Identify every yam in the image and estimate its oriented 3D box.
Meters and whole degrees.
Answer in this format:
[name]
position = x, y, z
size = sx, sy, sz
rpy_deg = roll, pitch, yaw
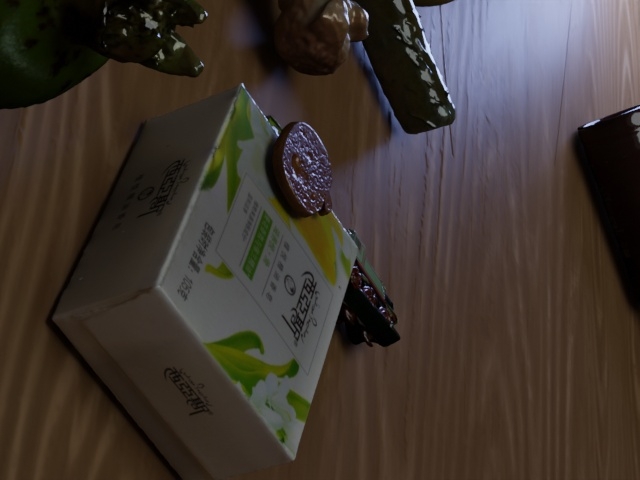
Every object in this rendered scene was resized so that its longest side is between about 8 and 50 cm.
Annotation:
[yam]
position = 0.054, -0.257, 1.894
size = 0.071, 0.067, 0.317
rpy_deg = -35, 108, -39

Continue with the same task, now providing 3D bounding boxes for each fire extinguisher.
[fire extinguisher]
position = 0.444, -0.005, 2.392
size = 0.138, 0.102, 0.344
rpy_deg = -28, 98, -63

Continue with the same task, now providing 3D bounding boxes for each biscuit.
[biscuit]
position = -0.014, -0.054, 1.497
size = 0.078, 0.015, 0.091
rpy_deg = 61, 27, -19

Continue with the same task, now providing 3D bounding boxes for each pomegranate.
[pomegranate]
position = -0.195, -0.184, 1.253
size = 0.211, 0.263, 0.211
rpy_deg = -36, 142, -35

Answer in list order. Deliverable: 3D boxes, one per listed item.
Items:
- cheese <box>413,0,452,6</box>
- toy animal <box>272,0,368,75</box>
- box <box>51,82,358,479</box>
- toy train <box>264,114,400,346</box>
[cheese]
position = 0.106, -0.361, 2.005
size = 0.226, 0.117, 0.214
rpy_deg = 25, 59, -59
[toy animal]
position = -0.038, -0.245, 1.702
size = 0.184, 0.104, 0.185
rpy_deg = 1, 78, -62
[box]
position = -0.082, 0.033, 1.452
size = 0.194, 0.111, 0.260
rpy_deg = 54, 31, -29
[toy train]
position = 0.000, 0.000, 1.672
size = 0.250, 0.053, 0.085
rpy_deg = 54, 28, -30
